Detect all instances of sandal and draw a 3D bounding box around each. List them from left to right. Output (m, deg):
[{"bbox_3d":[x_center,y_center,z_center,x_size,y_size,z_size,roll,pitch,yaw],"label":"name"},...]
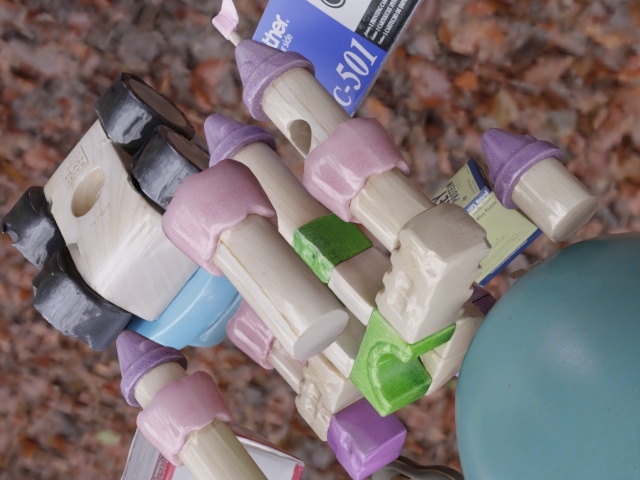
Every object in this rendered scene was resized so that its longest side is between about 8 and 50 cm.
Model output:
[{"bbox_3d":[0.102,0.267,1.283,0.090,0.060,0.219,44,162,-14],"label":"sandal"}]

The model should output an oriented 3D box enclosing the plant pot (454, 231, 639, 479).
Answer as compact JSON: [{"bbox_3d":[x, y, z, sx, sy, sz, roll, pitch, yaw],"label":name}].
[{"bbox_3d":[0.224,0.130,0.797,0.235,0.293,0.293,46,175,46],"label":"plant pot"}]

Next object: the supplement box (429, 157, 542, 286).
[{"bbox_3d":[0.152,-0.017,1.229,0.083,0.056,0.083,35,112,-27],"label":"supplement box"}]

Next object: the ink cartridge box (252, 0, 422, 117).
[{"bbox_3d":[0.022,-0.178,0.912,0.097,0.046,0.207,33,144,1],"label":"ink cartridge box"}]

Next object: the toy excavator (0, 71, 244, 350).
[{"bbox_3d":[-0.131,0.002,1.496,0.445,0.222,0.433,33,-168,-36],"label":"toy excavator"}]

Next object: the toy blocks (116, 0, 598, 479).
[{"bbox_3d":[0.000,0.000,0.919,0.260,0.309,0.289,48,145,28],"label":"toy blocks"}]

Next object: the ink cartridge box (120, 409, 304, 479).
[{"bbox_3d":[-0.135,0.291,1.288,0.131,0.226,0.306,18,174,-11],"label":"ink cartridge box"}]
